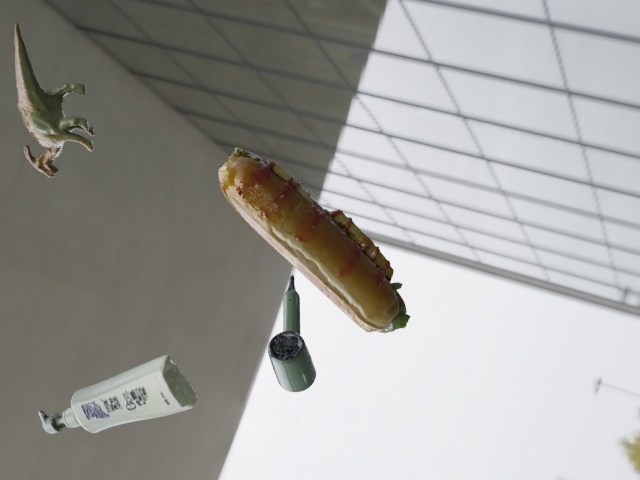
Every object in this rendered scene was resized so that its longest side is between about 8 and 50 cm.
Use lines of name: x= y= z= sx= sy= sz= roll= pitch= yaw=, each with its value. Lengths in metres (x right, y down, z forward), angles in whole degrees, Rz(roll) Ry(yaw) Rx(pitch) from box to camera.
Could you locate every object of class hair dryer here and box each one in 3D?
hair dryer: x=-0.032 y=0.099 z=1.279 sx=0.071 sy=0.047 sz=0.150 roll=76 pitch=-168 yaw=-50

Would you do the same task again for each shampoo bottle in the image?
shampoo bottle: x=-0.175 y=0.138 z=0.918 sx=0.049 sy=0.141 sz=0.034 roll=56 pitch=-155 yaw=-32

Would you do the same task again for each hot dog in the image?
hot dog: x=0.000 y=0.000 z=1.095 sx=0.076 sy=0.250 sz=0.104 roll=-49 pitch=5 yaw=2

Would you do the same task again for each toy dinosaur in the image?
toy dinosaur: x=-0.147 y=-0.074 z=0.602 sx=0.113 sy=0.041 sz=0.026 roll=101 pitch=167 yaw=-52
